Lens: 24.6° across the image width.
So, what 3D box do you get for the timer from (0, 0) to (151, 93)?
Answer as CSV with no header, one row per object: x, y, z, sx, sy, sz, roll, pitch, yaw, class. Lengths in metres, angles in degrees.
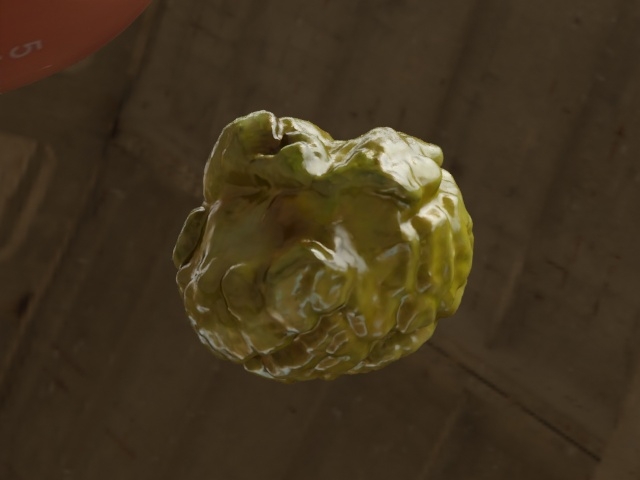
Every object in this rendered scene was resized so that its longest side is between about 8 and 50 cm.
-0.167,-0.173,0.619,0.229,0.215,0.229,157,-90,-78,timer

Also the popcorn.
0.000,0.000,1.112,0.226,0.200,0.203,-47,-139,8,popcorn
